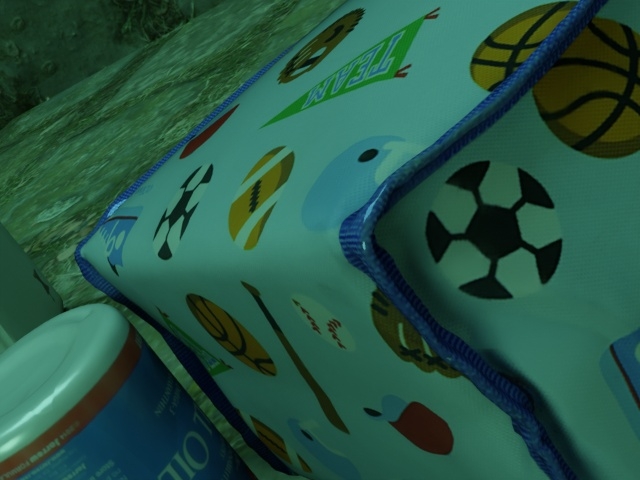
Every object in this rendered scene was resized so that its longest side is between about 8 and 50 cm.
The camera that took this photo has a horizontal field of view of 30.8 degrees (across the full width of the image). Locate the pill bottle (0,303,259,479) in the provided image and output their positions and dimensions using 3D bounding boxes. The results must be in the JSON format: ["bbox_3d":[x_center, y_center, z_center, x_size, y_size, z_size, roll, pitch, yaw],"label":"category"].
[{"bbox_3d":[-0.092,0.152,0.617,0.124,0.221,0.124,-30,21,13],"label":"pill bottle"}]

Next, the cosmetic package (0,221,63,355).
[{"bbox_3d":[-0.527,0.111,1.249,0.393,0.327,0.329,-35,20,-1],"label":"cosmetic package"}]

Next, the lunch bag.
[{"bbox_3d":[0.122,-0.052,0.569,0.385,0.239,0.328,-48,21,-21],"label":"lunch bag"}]
